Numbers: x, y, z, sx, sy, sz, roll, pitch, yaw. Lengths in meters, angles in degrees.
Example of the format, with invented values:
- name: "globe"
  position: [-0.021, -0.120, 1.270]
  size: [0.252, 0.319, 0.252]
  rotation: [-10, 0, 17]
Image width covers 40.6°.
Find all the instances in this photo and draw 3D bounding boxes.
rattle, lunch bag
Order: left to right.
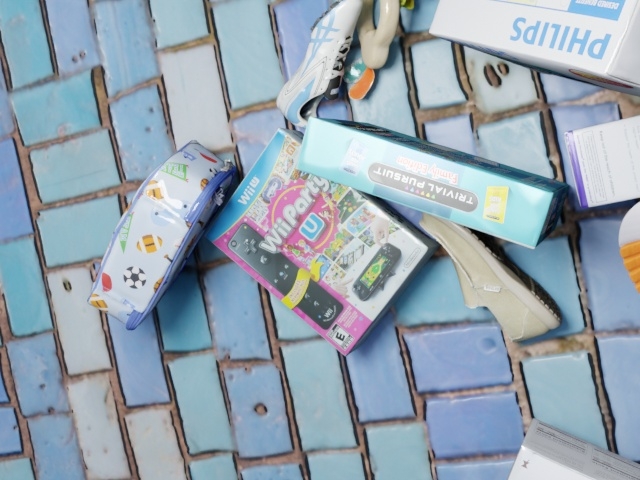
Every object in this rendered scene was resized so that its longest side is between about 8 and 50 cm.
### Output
- name: "lunch bag"
  position: [-0.248, -0.018, 1.403]
  size: [0.115, 0.243, 0.303]
  rotation: [33, 107, -2]
- name: "rattle"
  position: [0.118, -0.322, 1.345]
  size: [0.130, 0.142, 0.200]
  rotation: [28, 124, 48]

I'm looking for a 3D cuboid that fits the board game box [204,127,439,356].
- name: "board game box"
  position: [0.000, 0.000, 1.383]
  size: [0.303, 0.097, 0.224]
  rotation: [40, 106, 13]

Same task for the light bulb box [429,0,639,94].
- name: "light bulb box"
  position: [0.364, -0.375, 1.058]
  size: [0.358, 0.225, 0.361]
  rotation: [37, 112, 57]

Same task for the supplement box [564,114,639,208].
- name: "supplement box"
  position: [0.462, -0.121, 1.193]
  size: [0.220, 0.111, 0.114]
  rotation: [-13, 91, 21]

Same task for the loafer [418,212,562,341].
- name: "loafer"
  position: [0.238, 0.052, 1.289]
  size: [0.268, 0.102, 0.092]
  rotation: [45, 107, 4]

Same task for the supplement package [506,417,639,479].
- name: "supplement package"
  position: [0.373, 0.406, 1.195]
  size: [0.261, 0.145, 0.204]
  rotation: [22, 101, 18]

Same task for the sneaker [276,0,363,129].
- name: "sneaker"
  position: [0.012, -0.277, 1.343]
  size: [0.086, 0.085, 0.237]
  rotation: [39, 126, 11]

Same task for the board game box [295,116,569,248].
- name: "board game box"
  position: [0.168, -0.088, 1.229]
  size: [0.336, 0.254, 0.079]
  rotation: [19, 102, 18]

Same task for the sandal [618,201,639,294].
- name: "sandal"
  position: [0.495, 0.050, 1.224]
  size: [0.102, 0.076, 0.265]
  rotation: [-7, 114, 35]
